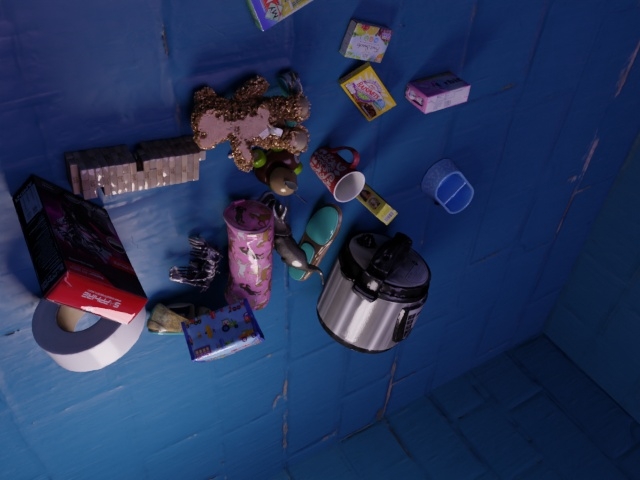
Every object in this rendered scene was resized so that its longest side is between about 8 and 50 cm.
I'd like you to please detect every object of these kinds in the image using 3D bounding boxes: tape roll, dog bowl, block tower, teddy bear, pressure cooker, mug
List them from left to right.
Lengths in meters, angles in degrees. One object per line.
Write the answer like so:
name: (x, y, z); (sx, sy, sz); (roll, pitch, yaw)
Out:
tape roll: (-0.636, 0.212, 1.664); (0.286, 0.286, 0.100); (-30, 142, -12)
block tower: (-0.469, -0.191, 1.556); (0.335, 0.091, 0.097); (-15, 137, -28)
teddy bear: (-0.181, -0.317, 1.622); (0.337, 0.113, 0.245); (-19, 118, -14)
mug: (0.060, -0.227, 1.902); (0.150, 0.169, 0.113); (-46, 142, 6)
pressure cooker: (0.205, 0.167, 2.264); (0.375, 0.370, 0.421); (7, 123, -24)
dog bowl: (0.510, -0.204, 2.386); (0.166, 0.074, 0.297); (-46, 142, 8)

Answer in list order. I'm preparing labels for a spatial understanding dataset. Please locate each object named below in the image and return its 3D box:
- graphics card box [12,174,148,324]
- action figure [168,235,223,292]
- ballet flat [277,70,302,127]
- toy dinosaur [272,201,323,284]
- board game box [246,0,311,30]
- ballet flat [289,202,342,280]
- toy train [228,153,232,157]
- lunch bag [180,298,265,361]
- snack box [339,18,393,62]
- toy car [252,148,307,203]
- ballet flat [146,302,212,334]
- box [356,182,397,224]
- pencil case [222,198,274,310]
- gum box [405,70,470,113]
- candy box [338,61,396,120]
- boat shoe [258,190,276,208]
graphics card box: (-0.578, 0.020, 1.445); (0.094, 0.371, 0.232); (-46, 141, 9)
action figure: (-0.376, 0.070, 1.860); (0.164, 0.140, 0.275); (-65, -176, -10)
ballet flat: (-0.072, -0.396, 1.711); (0.070, 0.070, 0.188); (-27, 144, -16)
toy dinosaur: (-0.102, 0.034, 1.998); (0.121, 0.314, 0.160); (-28, -176, 0)
board game box: (-0.109, -0.679, 1.406); (0.213, 0.046, 0.317); (-35, 143, -7)
ballet flat: (0.000, 0.000, 2.145); (0.124, 0.116, 0.342); (-22, 144, -54)
toy train: (-0.208, -0.294, 1.710); (0.125, 0.046, 0.166); (-27, 141, -18)
lunch bag: (-0.304, 0.329, 1.990); (0.220, 0.138, 0.293); (-20, 157, -6)
snack box: (0.131, -0.569, 1.726); (0.141, 0.037, 0.100); (-4, 132, -38)
toy car: (-0.099, -0.192, 1.785); (0.149, 0.188, 0.155); (-39, 144, -1)
ballet flat: (-0.431, 0.273, 2.051); (0.123, 0.123, 0.348); (-52, 143, 15)
box: (0.153, -0.150, 2.006); (0.058, 0.232, 0.087); (-49, 143, 7)
pencil case: (-0.230, 0.051, 1.921); (0.160, 0.167, 0.386); (-69, 171, -46)
gum box: (0.378, -0.482, 1.966); (0.188, 0.107, 0.062); (-20, 138, -24)
candy box: (0.147, -0.451, 1.844); (0.105, 0.027, 0.206); (-31, 146, 15)
boat shoe: (-0.192, -0.092, 1.931); (0.049, 0.040, 0.142); (15, 117, -47)
